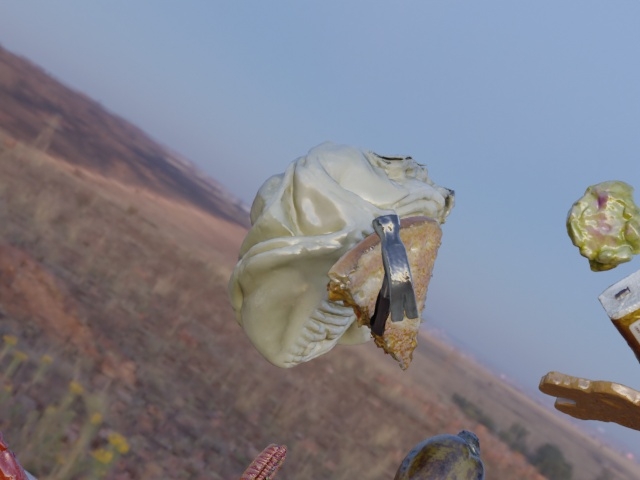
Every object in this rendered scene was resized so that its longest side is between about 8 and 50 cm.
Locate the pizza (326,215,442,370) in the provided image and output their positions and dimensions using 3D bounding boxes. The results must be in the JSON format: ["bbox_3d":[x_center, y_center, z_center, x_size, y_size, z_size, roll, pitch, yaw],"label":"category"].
[{"bbox_3d":[0.084,0.072,1.356,0.188,0.199,0.062,-24,28,-34],"label":"pizza"}]

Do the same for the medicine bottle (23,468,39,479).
[{"bbox_3d":[-0.537,0.485,1.797,0.371,0.211,0.211,26,-3,30],"label":"medicine bottle"}]

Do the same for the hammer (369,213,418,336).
[{"bbox_3d":[0.073,0.066,1.178,0.029,0.103,0.246,-10,-22,-6],"label":"hammer"}]

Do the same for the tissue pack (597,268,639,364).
[{"bbox_3d":[0.608,0.134,1.861,0.226,0.183,0.092,48,14,-34],"label":"tissue pack"}]

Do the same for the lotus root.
[{"bbox_3d":[0.169,0.348,1.550,0.120,0.120,0.209,32,44,15],"label":"lotus root"}]

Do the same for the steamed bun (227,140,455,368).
[{"bbox_3d":[0.000,0.000,1.623,0.237,0.394,0.347,38,-26,24],"label":"steamed bun"}]

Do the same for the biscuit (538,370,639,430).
[{"bbox_3d":[0.462,0.257,1.700,0.236,0.040,0.144,3,-25,41],"label":"biscuit"}]

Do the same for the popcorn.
[{"bbox_3d":[0.348,-0.020,1.312,0.097,0.109,0.089,-5,-17,10],"label":"popcorn"}]

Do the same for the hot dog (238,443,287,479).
[{"bbox_3d":[-0.125,0.503,2.359,0.062,0.144,0.038,41,-23,2],"label":"hot dog"}]

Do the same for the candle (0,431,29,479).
[{"bbox_3d":[-0.438,0.373,1.538,0.302,0.084,0.059,64,30,-17],"label":"candle"}]
